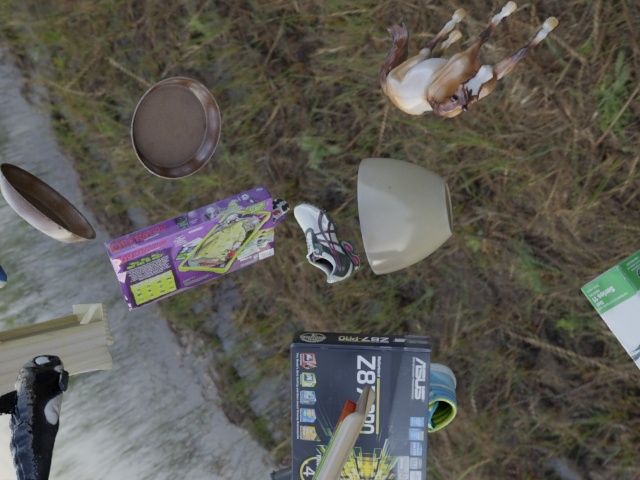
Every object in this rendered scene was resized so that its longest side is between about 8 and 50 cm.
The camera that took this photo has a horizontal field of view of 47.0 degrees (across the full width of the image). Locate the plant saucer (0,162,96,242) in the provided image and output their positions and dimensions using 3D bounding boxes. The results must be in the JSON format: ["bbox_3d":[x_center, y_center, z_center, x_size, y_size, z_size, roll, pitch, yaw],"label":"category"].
[{"bbox_3d":[-0.480,-0.056,1.273,0.198,0.036,0.198,43,-178,-2],"label":"plant saucer"}]

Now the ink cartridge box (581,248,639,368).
[{"bbox_3d":[0.516,0.114,1.094,0.208,0.153,0.087,58,145,14],"label":"ink cartridge box"}]

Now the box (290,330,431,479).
[{"bbox_3d":[0.091,0.413,1.713,0.318,0.097,0.395,2,103,4],"label":"box"}]

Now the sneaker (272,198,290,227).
[{"bbox_3d":[-0.144,-0.050,2.039,0.068,0.170,0.071,34,134,22],"label":"sneaker"}]

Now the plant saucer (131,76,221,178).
[{"bbox_3d":[-0.241,-0.186,1.213,0.029,0.168,0.168,24,130,45],"label":"plant saucer"}]

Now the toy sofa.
[{"bbox_3d":[-0.713,0.274,1.852,0.150,0.362,0.177,-7,93,40],"label":"toy sofa"}]

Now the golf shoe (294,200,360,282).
[{"bbox_3d":[0.000,0.000,2.182,0.273,0.120,0.105,49,145,11],"label":"golf shoe"}]

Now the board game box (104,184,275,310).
[{"bbox_3d":[-0.263,0.018,1.558,0.056,0.346,0.208,60,162,28],"label":"board game box"}]

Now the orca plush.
[{"bbox_3d":[-0.457,0.282,1.106,0.151,0.102,0.287,-47,35,41],"label":"orca plush"}]

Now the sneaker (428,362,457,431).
[{"bbox_3d":[0.208,0.407,1.921,0.208,0.319,0.127,-90,-2,-67],"label":"sneaker"}]

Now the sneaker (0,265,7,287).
[{"bbox_3d":[-0.444,-0.013,0.936,0.152,0.084,0.058,41,179,0],"label":"sneaker"}]

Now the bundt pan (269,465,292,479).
[{"bbox_3d":[-0.010,0.754,2.008,0.331,0.124,0.331,61,178,3],"label":"bundt pan"}]

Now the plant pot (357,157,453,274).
[{"bbox_3d":[0.215,-0.069,1.768,0.190,0.284,0.284,-7,112,15],"label":"plant pot"}]

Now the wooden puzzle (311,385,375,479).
[{"bbox_3d":[0.023,0.363,1.244,0.044,0.238,0.221,24,93,10],"label":"wooden puzzle"}]

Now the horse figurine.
[{"bbox_3d":[0.142,-0.199,0.843,0.066,0.174,0.263,48,167,-28],"label":"horse figurine"}]
